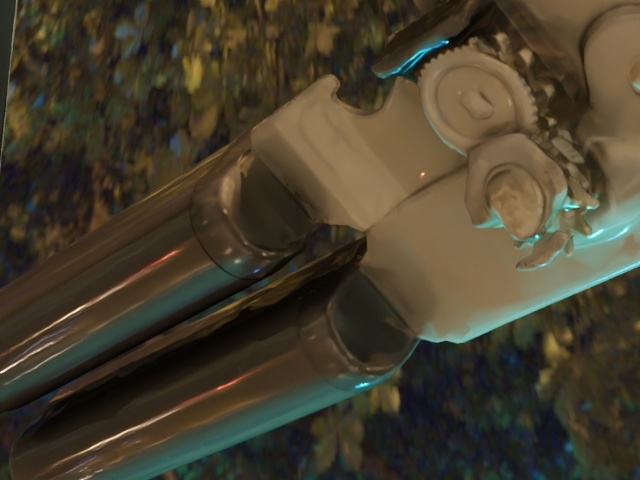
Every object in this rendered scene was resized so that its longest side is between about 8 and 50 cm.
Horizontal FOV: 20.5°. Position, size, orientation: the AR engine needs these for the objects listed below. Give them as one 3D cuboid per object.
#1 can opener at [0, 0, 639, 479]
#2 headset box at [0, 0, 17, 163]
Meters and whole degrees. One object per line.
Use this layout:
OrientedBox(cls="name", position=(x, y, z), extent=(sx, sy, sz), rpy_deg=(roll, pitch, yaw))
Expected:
OrientedBox(cls="can opener", position=(0.000, 0.000, 0.448), extent=(0.280, 0.093, 0.074), rpy_deg=(-30, -75, 42))
OrientedBox(cls="headset box", position=(-0.154, -0.088, 0.304), extent=(0.110, 0.218, 0.293), rpy_deg=(17, -72, 26))
